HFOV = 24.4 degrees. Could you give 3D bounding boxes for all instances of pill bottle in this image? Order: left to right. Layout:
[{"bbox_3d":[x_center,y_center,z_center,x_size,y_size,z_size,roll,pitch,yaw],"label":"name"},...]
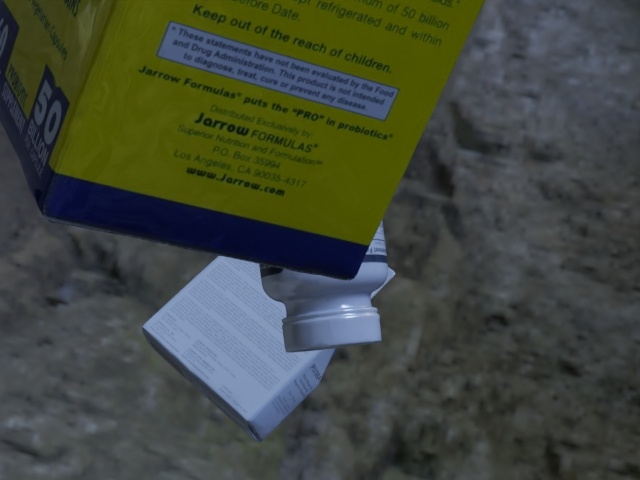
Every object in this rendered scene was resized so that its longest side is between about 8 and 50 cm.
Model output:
[{"bbox_3d":[0.000,0.000,1.235,0.108,0.108,0.180,15,68,-75],"label":"pill bottle"}]

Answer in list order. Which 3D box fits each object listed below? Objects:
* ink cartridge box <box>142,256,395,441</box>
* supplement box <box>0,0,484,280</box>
[{"bbox_3d":[-0.054,0.082,1.649,0.232,0.189,0.066,-41,146,-17],"label":"ink cartridge box"},{"bbox_3d":[-0.028,-0.189,0.795,0.356,0.195,0.194,-66,-148,19],"label":"supplement box"}]
